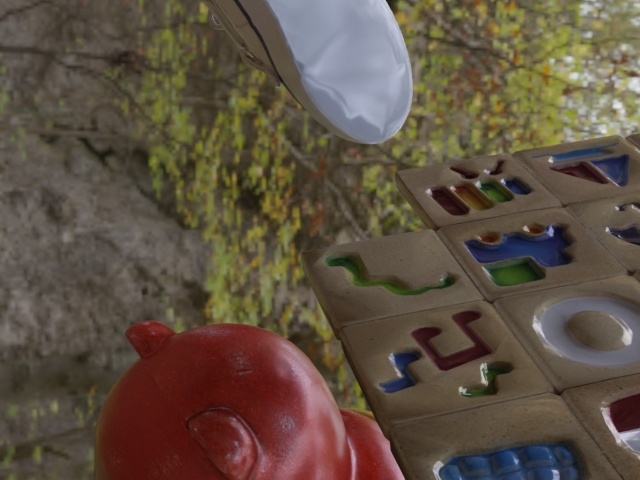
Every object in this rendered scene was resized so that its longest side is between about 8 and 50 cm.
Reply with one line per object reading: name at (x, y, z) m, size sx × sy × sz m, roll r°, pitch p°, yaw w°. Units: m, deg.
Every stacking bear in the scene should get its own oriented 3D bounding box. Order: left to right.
stacking bear at (-0.001, 0.152, 0.506) m, size 0.289 × 0.164 × 0.175 m, roll 54°, pitch -2°, yaw -37°

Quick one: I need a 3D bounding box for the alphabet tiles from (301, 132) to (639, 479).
alphabet tiles at (0.158, 0.038, 0.356) m, size 0.342 × 0.285 × 0.011 m, roll -119°, pitch -158°, yaw -58°

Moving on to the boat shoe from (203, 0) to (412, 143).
boat shoe at (-0.059, -0.243, 1.062) m, size 0.136 × 0.367 × 0.156 m, roll -51°, pitch -154°, yaw -13°
